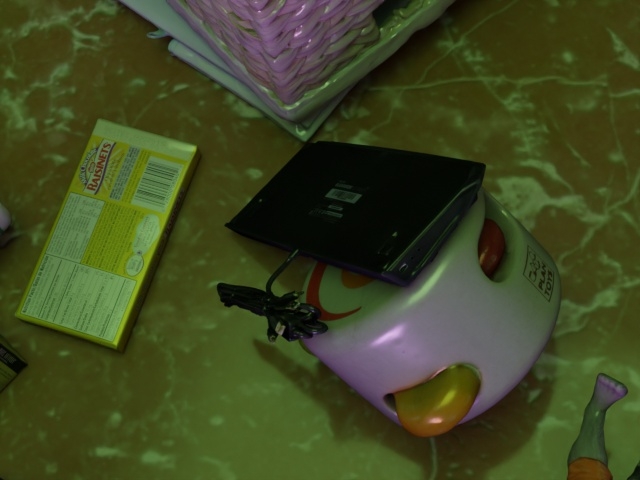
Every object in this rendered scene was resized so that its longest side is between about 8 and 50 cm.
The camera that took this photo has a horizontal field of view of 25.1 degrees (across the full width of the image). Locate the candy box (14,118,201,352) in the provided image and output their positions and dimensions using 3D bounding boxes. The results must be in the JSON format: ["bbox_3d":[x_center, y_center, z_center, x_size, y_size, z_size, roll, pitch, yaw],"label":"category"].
[{"bbox_3d":[-0.194,-0.007,1.325,0.105,0.027,0.206,16,73,16],"label":"candy box"}]

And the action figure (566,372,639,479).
[{"bbox_3d":[0.251,0.320,1.107,0.341,0.178,0.330,33,83,-12],"label":"action figure"}]

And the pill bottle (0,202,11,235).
[{"bbox_3d":[-0.388,0.021,1.296,0.117,0.117,0.208,36,79,18],"label":"pill bottle"}]

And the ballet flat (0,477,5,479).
[{"bbox_3d":[-0.220,0.270,1.193,0.280,0.096,0.095,21,73,14],"label":"ballet flat"}]

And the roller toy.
[{"bbox_3d":[0.093,0.051,1.166,0.146,0.209,0.191,42,84,-24],"label":"roller toy"}]

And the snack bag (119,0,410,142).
[{"bbox_3d":[-0.049,-0.303,1.406,0.342,0.037,0.323,34,78,17],"label":"snack bag"}]

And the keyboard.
[{"bbox_3d":[0.000,0.000,1.179,0.201,0.317,0.033,-46,112,-13],"label":"keyboard"}]

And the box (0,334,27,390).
[{"bbox_3d":[-0.370,0.163,1.261,0.058,0.087,0.232,40,81,21],"label":"box"}]

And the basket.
[{"bbox_3d":[-0.022,-0.353,1.262,0.328,0.266,0.331,-40,68,-7],"label":"basket"}]
